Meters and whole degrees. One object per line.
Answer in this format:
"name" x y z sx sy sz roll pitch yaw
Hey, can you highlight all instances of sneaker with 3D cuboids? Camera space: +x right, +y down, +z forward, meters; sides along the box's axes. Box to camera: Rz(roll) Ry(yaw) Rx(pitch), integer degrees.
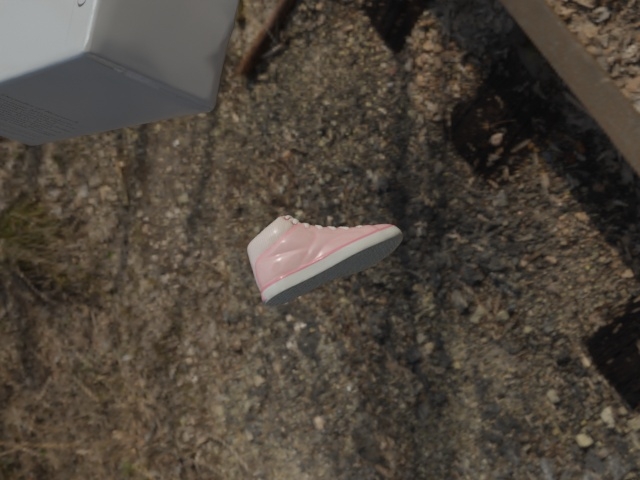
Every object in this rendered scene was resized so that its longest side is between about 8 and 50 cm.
"sneaker" 0.000 0.000 0.670 0.051 0.134 0.070 89 156 -65

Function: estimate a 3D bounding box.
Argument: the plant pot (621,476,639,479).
"plant pot" 0.193 0.168 0.398 0.096 0.109 0.109 -1 69 18

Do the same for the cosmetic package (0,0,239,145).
"cosmetic package" -0.297 -0.259 0.930 0.453 0.161 0.230 0 76 46
